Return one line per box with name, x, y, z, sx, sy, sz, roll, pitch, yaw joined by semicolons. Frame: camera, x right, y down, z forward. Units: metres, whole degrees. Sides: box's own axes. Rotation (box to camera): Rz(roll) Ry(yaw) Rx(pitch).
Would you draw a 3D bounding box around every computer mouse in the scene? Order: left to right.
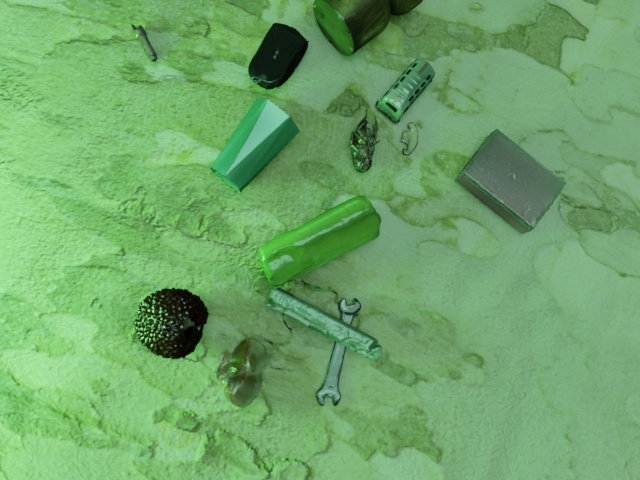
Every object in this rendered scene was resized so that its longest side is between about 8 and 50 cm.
computer mouse;-0.123;-0.507;1.723;0.122;0.073;0.217;30;74;-5

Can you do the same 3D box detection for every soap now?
soap;0.535;-0.168;1.752;0.259;0.081;0.181;37;80;0

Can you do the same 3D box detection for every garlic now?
garlic;-0.201;0.339;1.601;0.124;0.099;0.174;25;80;-18

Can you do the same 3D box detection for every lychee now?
lychee;-0.381;0.207;1.558;0.188;0.188;0.188;1;83;-6

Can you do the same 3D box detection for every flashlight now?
flashlight;-0.487;-0.545;1.708;0.031;0.052;0.110;-26;93;27

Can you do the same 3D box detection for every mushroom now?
mushroom;0.255;-0.290;1.766;0.049;0.019;0.101;15;79;-5

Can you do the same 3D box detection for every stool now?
stool;0.133;-0.663;1.718;0.264;0.179;0.179;-38;88;-10

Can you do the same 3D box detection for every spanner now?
spanner;0.048;0.300;1.671;0.071;0.017;0.302;13;83;-1

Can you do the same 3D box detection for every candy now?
candy;0.000;0.000;1.642;0.343;0.142;0.132;-28;100;-8

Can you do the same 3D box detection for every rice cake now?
rice cake;0.013;0.222;1.639;0.336;0.066;0.063;26;92;3

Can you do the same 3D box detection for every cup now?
cup;-0.186;-0.254;1.656;0.148;0.134;0.235;39;82;2

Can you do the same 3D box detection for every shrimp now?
shrimp;0.123;-0.282;1.728;0.073;0.075;0.190;-1;70;25

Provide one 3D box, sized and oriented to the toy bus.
toy bus;0.248;-0.433;1.748;0.087;0.089;0.194;41;79;-1
